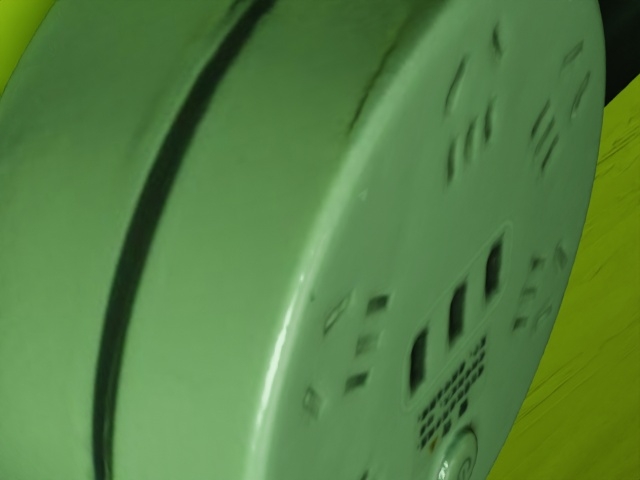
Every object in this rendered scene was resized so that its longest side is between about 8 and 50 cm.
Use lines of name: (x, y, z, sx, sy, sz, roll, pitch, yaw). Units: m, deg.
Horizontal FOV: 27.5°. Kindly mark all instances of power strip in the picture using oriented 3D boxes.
power strip: (0.000, 0.000, 0.605, 0.357, 0.161, 0.357, -43, 144, -42)

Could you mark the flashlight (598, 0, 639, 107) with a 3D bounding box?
flashlight: (0.276, -0.236, 0.876, 0.424, 0.103, 0.103, -43, 151, -16)
